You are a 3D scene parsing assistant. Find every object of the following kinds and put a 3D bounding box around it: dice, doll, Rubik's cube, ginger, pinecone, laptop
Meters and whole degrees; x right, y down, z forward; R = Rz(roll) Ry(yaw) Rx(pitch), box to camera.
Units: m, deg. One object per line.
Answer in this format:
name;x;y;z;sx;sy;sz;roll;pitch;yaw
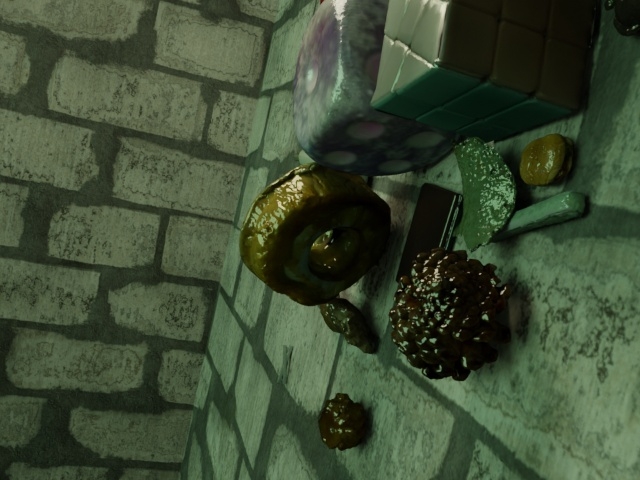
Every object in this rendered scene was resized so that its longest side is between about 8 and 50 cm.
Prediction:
dice;0.109;-0.291;1.158;0.270;0.271;0.270;141;131;-63
doll;0.394;-0.307;0.712;0.165;0.057;0.139;-112;34;-66
Rubik's cube;0.233;-0.294;0.900;0.231;0.224;0.221;171;110;-72
ginger;0.044;0.172;1.399;0.084;0.122;0.290;-46;19;0
pinecone;0.191;0.116;0.903;0.179;0.150;0.195;41;121;36
laptop;0.202;0.002;1.146;0.154;0.026;0.207;-137;61;-71

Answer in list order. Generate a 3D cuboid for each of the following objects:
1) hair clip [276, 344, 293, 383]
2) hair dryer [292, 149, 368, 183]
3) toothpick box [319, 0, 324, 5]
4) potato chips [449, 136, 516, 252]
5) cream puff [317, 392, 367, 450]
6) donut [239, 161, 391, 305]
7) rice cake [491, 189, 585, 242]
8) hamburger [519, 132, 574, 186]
hair clip;-0.107;0.371;1.836;0.039;0.030;0.115;96;-176;-82
hair dryer;0.009;-0.196;1.609;0.357;0.107;0.173;24;102;59
toothpick box;0.095;-0.621;1.528;0.204;0.204;0.333;122;153;-47
potato chips;0.242;-0.083;0.980;0.228;0.059;0.167;-114;28;-72
cream puff;0.050;0.379;1.282;0.122;0.094;0.116;17;100;48
donut;0.000;0.000;1.277;0.160;0.330;0.330;48;129;39
rice cake;0.294;-0.028;0.874;0.207;0.033;0.033;149;136;-66
hamburger;0.313;-0.111;0.852;0.083;0.044;0.076;163;116;-66
